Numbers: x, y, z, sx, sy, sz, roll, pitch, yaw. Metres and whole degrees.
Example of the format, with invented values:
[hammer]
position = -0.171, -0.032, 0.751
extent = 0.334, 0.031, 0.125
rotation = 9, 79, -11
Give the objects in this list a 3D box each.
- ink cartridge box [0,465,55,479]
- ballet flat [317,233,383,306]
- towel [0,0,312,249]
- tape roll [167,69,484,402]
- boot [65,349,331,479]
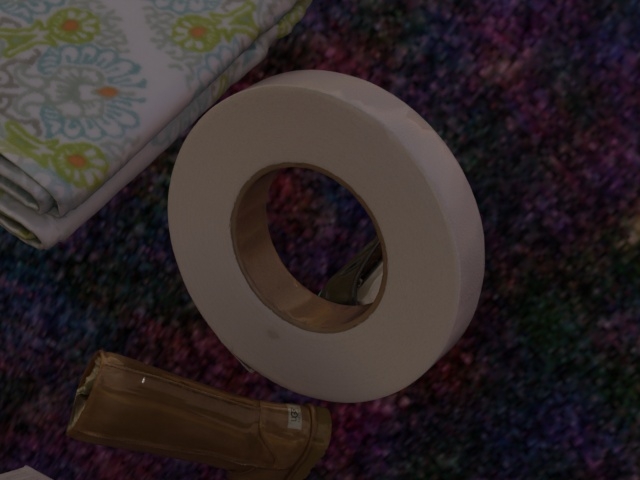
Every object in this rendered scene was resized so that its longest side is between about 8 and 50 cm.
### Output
[ink cartridge box]
position = -0.323, 0.365, 1.497
extent = 0.272, 0.130, 0.309
rotation = 20, 15, 31
[ballet flat]
position = 0.112, 0.018, 1.929
extent = 0.280, 0.096, 0.095
rotation = -49, 115, -23
[towel]
position = -0.237, -0.191, 1.274
extent = 0.320, 0.090, 0.374
rotation = 34, 55, 11
[tape roll]
position = 0.000, 0.000, 1.678
extent = 0.392, 0.392, 0.072
rotation = 47, 39, 6
[boot]
position = -0.152, 0.228, 1.637
extent = 0.269, 0.236, 0.089
rotation = 14, 39, -19
